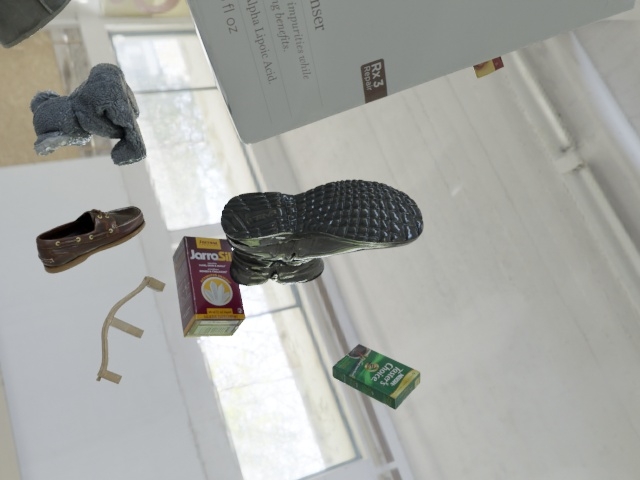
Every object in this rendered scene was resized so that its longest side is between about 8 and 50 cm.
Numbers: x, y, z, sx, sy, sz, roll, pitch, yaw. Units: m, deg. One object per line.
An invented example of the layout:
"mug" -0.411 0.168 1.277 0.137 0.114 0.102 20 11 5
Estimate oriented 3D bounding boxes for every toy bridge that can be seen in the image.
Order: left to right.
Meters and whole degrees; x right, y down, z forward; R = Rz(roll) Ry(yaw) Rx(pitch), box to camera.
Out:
"toy bridge" -0.325 0.144 1.051 0.026 0.063 0.188 -4 -122 54

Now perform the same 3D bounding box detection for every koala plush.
"koala plush" -0.517 -0.270 1.371 0.203 0.221 0.196 85 -11 -59

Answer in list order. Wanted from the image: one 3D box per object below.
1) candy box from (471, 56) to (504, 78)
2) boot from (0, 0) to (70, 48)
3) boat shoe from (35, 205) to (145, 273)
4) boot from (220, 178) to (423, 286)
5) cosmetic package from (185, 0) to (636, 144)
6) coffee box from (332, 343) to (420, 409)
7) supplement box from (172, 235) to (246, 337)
"candy box" 0.262 -0.374 1.117 0.109 0.053 0.186 59 15 -32
"boot" -0.310 -0.313 0.595 0.208 0.190 0.076 47 11 -37
"boat shoe" -0.404 -0.018 1.131 0.073 0.207 0.073 18 -52 33
"boot" 0.000 0.000 1.114 0.222 0.338 0.118 88 5 -62
"cosmetic package" 0.071 -0.259 0.528 0.217 0.385 0.156 74 -6 -47
"coffee box" 0.134 0.320 1.515 0.184 0.113 0.040 21 -51 35
"supplement box" -0.223 0.091 1.260 0.081 0.104 0.188 -51 -135 45
